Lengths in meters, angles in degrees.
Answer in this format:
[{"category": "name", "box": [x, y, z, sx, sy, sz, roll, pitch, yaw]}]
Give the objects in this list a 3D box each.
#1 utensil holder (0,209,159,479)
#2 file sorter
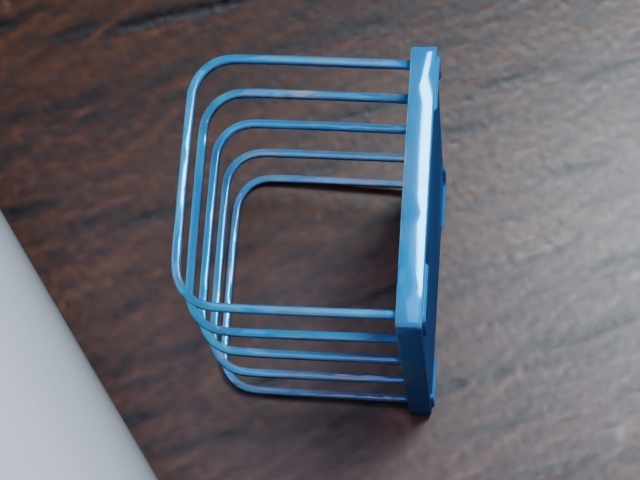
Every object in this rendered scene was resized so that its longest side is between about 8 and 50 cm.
[{"category": "utensil holder", "box": [-0.212, 0.140, 0.749, 0.327, 0.327, 0.385, -32, 77, -8]}, {"category": "file sorter", "box": [0.000, 0.000, 0.863, 0.104, 0.170, 0.118, 2, 74, 5]}]
